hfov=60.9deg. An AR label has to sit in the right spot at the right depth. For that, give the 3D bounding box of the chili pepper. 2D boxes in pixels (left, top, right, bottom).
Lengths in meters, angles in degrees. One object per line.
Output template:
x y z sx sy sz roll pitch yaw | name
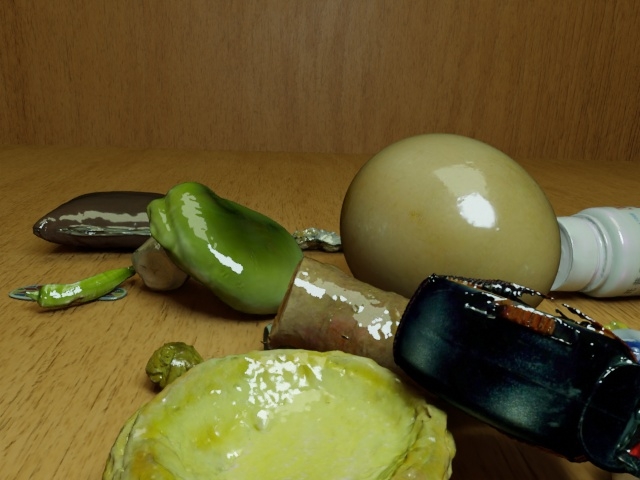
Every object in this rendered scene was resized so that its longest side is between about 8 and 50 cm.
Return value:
-0.380 0.077 0.912 0.049 0.043 0.208 -15 1 36 | chili pepper

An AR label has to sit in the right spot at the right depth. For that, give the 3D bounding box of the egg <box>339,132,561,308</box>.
0.189 -0.010 0.845 0.301 0.301 0.374 -3 25 -17 | egg

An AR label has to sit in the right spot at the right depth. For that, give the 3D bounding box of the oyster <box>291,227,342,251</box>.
0.000 0.000 1.213 0.122 0.045 0.146 9 11 29 | oyster

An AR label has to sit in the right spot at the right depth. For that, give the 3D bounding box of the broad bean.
-0.146 0.010 0.904 0.291 0.119 0.238 35 20 -1 | broad bean

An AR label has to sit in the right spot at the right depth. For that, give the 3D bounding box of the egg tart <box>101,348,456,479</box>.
-0.029 0.195 0.460 0.294 0.123 0.294 1 14 0 | egg tart

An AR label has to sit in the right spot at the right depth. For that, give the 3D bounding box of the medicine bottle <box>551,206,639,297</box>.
0.548 0.020 1.013 0.293 0.170 0.170 0 17 -13 | medicine bottle

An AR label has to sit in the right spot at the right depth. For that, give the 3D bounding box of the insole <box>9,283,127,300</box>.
-0.430 0.090 0.933 0.193 0.006 0.065 1 17 -2 | insole

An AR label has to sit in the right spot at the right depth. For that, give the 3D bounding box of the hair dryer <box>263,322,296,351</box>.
-0.010 0.162 0.711 0.106 0.054 0.154 2 26 -19 | hair dryer

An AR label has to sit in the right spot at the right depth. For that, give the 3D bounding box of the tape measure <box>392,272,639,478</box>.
0.182 0.111 0.508 0.223 0.135 0.202 24 0 2 | tape measure

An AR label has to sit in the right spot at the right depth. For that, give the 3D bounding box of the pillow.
-0.438 -0.052 1.223 0.308 0.108 0.305 1 12 -13 | pillow

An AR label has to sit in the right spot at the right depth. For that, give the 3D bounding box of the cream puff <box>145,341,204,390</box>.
-0.173 0.155 0.668 0.083 0.058 0.083 3 16 -6 | cream puff

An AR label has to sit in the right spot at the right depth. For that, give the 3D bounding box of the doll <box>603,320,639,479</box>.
0.336 0.175 0.567 0.119 0.138 0.293 36 21 -4 | doll

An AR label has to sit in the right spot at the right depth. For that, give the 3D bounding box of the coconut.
-0.273 0.028 0.978 0.110 0.110 0.124 4 21 5 | coconut

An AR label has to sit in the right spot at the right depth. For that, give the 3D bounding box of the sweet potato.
0.098 0.131 0.656 0.337 0.131 0.131 22 22 13 | sweet potato
